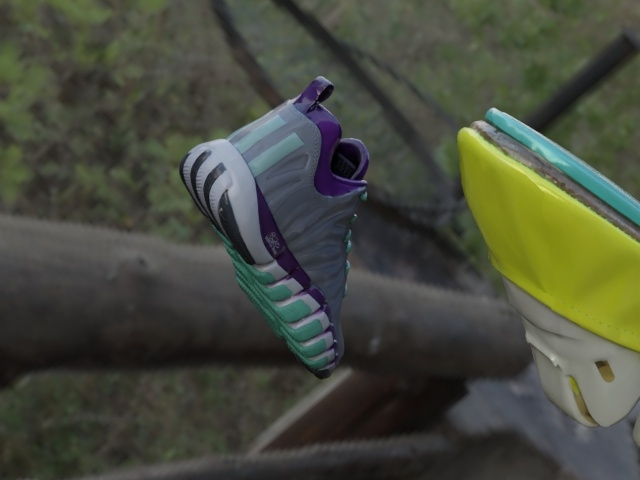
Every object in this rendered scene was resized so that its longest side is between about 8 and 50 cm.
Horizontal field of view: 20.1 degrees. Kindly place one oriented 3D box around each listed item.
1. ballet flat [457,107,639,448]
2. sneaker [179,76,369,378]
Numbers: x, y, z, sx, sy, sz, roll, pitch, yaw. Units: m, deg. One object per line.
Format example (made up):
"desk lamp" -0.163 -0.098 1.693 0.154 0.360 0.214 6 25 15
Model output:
"ballet flat" 0.118 0.035 0.611 0.231 0.077 0.077 26 10 -38
"sneaker" 0.000 0.000 1.032 0.083 0.098 0.224 49 -9 30
